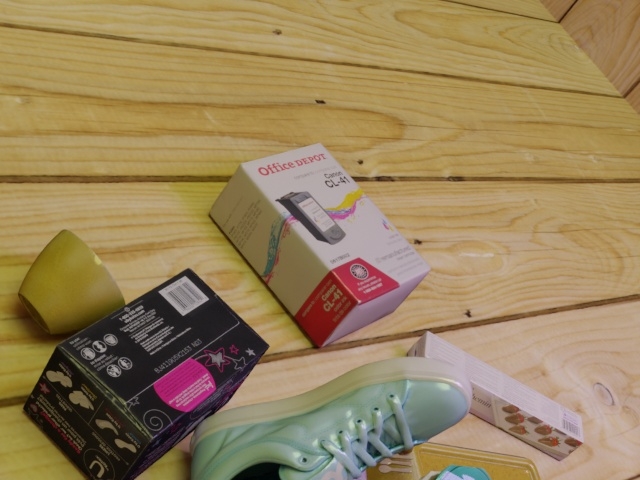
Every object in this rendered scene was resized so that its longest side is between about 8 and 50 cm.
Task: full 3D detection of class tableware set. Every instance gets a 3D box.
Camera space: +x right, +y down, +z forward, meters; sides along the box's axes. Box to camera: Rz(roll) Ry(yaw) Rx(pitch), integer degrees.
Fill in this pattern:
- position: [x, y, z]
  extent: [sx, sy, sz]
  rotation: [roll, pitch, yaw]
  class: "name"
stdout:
- position: [0.061, 0.277, 1.304]
  extent: [0.154, 0.024, 0.104]
  rotation: [3, 37, 10]
  class: "tableware set"

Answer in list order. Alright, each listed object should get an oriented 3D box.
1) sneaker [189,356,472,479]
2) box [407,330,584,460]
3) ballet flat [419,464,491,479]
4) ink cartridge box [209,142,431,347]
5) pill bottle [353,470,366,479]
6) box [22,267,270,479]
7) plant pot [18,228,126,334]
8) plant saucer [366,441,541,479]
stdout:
- position: [0.016, 0.261, 1.116]
  extent: [0.150, 0.366, 0.135]
  rotation: [-96, 163, -54]
  class: "sneaker"
- position: [0.293, 0.262, 1.545]
  extent: [0.324, 0.063, 0.067]
  rotation: [29, 35, -12]
  class: "box"
- position: [0.115, 0.459, 1.081]
  extent: [0.147, 0.147, 0.409]
  rotation: [27, 52, -14]
  class: "ballet flat"
- position: [0.000, 0.000, 1.532]
  extent: [0.306, 0.131, 0.226]
  rotation: [50, 38, 15]
  class: "ink cartridge box"
- position: [0.021, 0.367, 1.163]
  extent: [0.108, 0.108, 0.180]
  rotation: [23, 38, -19]
  class: "pill bottle"
- position: [-0.214, 0.171, 1.156]
  extent: [0.163, 0.142, 0.247]
  rotation: [43, 35, 10]
  class: "box"
- position: [-0.333, 0.066, 1.199]
  extent: [0.095, 0.134, 0.134]
  rotation: [-38, 77, -25]
  class: "plant pot"
- position: [0.229, 0.420, 1.306]
  extent: [0.333, 0.081, 0.333]
  rotation: [15, 41, -28]
  class: "plant saucer"
